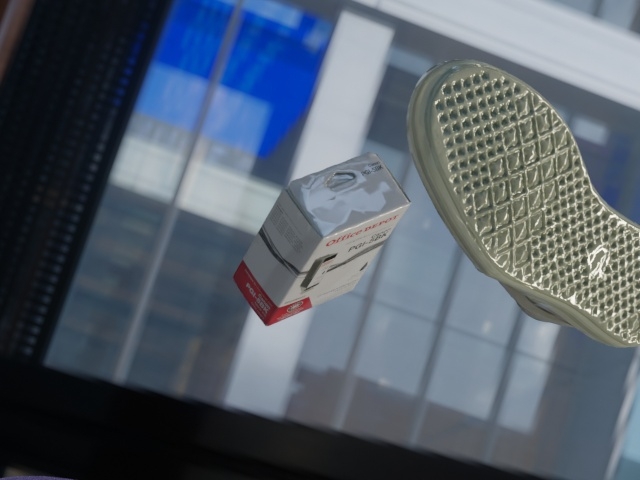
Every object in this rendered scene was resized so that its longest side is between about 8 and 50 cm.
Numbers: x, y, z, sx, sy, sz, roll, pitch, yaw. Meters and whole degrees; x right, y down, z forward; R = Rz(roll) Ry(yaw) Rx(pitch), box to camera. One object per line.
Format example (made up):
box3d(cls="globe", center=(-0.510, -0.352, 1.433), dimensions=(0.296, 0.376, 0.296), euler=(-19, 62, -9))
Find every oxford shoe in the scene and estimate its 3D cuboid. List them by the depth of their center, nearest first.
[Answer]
box3d(cls="oxford shoe", center=(0.197, -0.026, 1.698), dimensions=(0.130, 0.449, 0.169), euler=(20, -103, 43))

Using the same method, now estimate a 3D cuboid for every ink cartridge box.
box3d(cls="ink cartridge box", center=(0.000, 0.000, 1.407), dimensions=(0.099, 0.056, 0.135), euler=(-22, 158, -34))

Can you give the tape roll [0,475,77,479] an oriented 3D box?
box3d(cls="tape roll", center=(-0.176, 0.292, 1.298), dimensions=(0.275, 0.275, 0.090), euler=(-96, -152, -68))
